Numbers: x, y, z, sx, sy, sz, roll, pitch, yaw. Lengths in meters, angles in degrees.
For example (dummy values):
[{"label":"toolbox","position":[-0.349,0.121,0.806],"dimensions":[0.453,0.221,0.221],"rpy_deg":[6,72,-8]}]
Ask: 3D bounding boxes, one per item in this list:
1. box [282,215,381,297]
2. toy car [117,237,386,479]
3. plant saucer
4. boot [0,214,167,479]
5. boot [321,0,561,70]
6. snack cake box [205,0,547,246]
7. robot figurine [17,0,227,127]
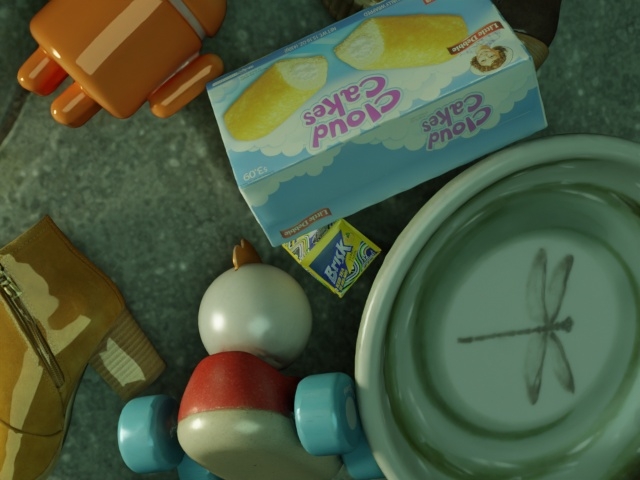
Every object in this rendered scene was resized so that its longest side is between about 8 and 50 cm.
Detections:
[{"label":"box","position":[0.000,0.000,0.950],"dimensions":[0.054,0.169,0.059],"rpy_deg":[41,90,-16]},{"label":"toy car","position":[-0.055,0.115,0.972],"dimensions":[0.219,0.210,0.238],"rpy_deg":[-10,63,20]},{"label":"plant saucer","position":[0.210,0.091,0.939],"dimensions":[0.400,0.100,0.400],"rpy_deg":[-4,104,-17]},{"label":"boot","position":[-0.319,0.133,0.953],"dimensions":[0.295,0.104,0.211],"rpy_deg":[-42,99,-8]},{"label":"boot","position":[0.137,-0.273,0.995],"dimensions":[0.248,0.090,0.207],"rpy_deg":[27,81,-13]},{"label":"snack cake box","position":[0.045,-0.121,0.872],"dimensions":[0.264,0.152,0.089],"rpy_deg":[-24,137,3]},{"label":"robot figurine","position":[-0.178,-0.202,0.904],"dimensions":[0.219,0.158,0.128],"rpy_deg":[-44,146,-2]}]
